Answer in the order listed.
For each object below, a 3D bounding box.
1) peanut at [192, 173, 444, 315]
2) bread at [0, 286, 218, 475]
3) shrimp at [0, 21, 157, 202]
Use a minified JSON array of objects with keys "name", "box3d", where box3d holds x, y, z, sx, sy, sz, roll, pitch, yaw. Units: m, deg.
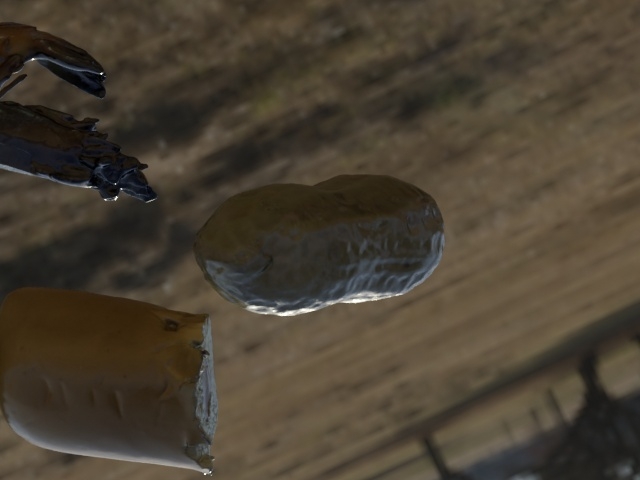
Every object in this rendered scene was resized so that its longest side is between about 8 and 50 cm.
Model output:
[{"name":"peanut","box3d":[0.000,0.000,1.316,0.214,0.099,0.090,-7,127,-52]},{"name":"bread","box3d":[-0.154,0.104,1.402,0.173,0.085,0.134,6,132,11]},{"name":"shrimp","box3d":[-0.283,-0.135,1.956,0.289,0.178,0.075,15,146,9]}]
